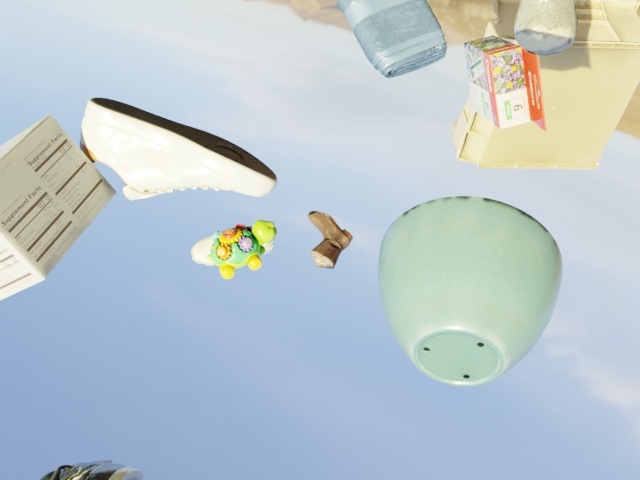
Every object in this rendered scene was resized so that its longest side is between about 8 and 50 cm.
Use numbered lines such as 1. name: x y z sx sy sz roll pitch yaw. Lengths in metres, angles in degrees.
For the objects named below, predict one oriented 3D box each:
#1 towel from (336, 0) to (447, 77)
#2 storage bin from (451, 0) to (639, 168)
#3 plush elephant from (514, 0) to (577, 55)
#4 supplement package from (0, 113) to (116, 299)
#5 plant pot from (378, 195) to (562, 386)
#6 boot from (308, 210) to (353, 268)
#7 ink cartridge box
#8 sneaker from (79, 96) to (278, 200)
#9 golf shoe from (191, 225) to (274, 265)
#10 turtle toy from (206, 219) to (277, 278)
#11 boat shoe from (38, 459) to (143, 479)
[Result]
1. towel: 0.047 -0.186 0.592 0.067 0.119 0.029 -24 172 -21
2. storage bin: 0.366 -0.251 1.236 0.260 0.262 0.123 0 -130 -8
3. plush elephant: 0.340 -0.380 0.759 0.271 0.330 0.255 -20 -162 -10
4. supplement package: -0.456 -0.023 1.044 0.261 0.145 0.204 -21 -151 30
5. plant pot: 0.218 0.104 1.155 0.290 0.290 0.195 16 -135 2
6. boot: 0.000 0.000 1.463 0.106 0.037 0.114 31 -137 7
7. ink cartridge box: 0.148 -0.127 0.616 0.029 0.063 0.115 -14 -158 1
8. sneaker: -0.208 -0.103 1.098 0.290 0.123 0.106 21 -164 1
9. golf shoe: -0.180 -0.002 1.550 0.176 0.086 0.069 -15 -113 -12
10. turtle toy: -0.136 0.006 1.313 0.130 0.066 0.095 -19 -143 -9
11. boat shoe: -0.266 0.301 0.835 0.113 0.127 0.340 24 157 0
